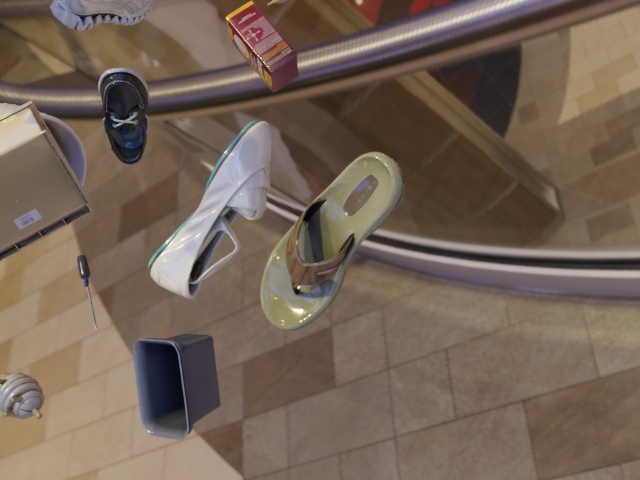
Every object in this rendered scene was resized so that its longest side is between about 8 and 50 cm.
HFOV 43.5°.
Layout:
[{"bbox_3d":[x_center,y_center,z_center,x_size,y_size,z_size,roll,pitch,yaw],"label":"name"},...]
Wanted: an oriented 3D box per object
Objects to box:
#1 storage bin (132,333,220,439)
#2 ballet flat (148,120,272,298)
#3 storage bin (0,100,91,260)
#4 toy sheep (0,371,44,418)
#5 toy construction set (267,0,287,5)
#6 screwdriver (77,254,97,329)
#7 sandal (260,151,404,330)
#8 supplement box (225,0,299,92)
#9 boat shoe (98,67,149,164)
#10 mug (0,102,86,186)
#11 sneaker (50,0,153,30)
[{"bbox_3d":[-0.194,0.191,1.101,0.098,0.091,0.135,-1,97,32],"label":"storage bin"},{"bbox_3d":[-0.189,-0.048,1.609,0.400,0.139,0.139,-53,43,11],"label":"ballet flat"},{"bbox_3d":[-0.674,-0.118,1.750,0.262,0.260,0.123,-30,48,-12],"label":"storage bin"},{"bbox_3d":[-0.574,0.299,1.534,0.132,0.091,0.091,40,99,28],"label":"toy sheep"},{"bbox_3d":[-0.063,-0.603,1.652,0.237,0.257,0.309,-15,48,40],"label":"toy construction set"},{"bbox_3d":[-0.485,0.108,1.667,0.024,0.025,0.170,119,142,-61],"label":"screwdriver"},{"bbox_3d":[0.000,-0.002,1.147,0.120,0.086,0.303,40,110,18],"label":"sandal"},{"bbox_3d":[-0.139,-0.464,1.927,0.080,0.104,0.188,-36,75,-11],"label":"supplement box"},{"bbox_3d":[-0.445,-0.281,1.851,0.114,0.302,0.091,-5,67,-5],"label":"boat shoe"},{"bbox_3d":[-0.815,-0.167,1.994,0.328,0.276,0.374,21,75,39],"label":"mug"},{"bbox_3d":[-0.473,-0.558,1.826,0.110,0.292,0.118,43,126,6],"label":"sneaker"}]
